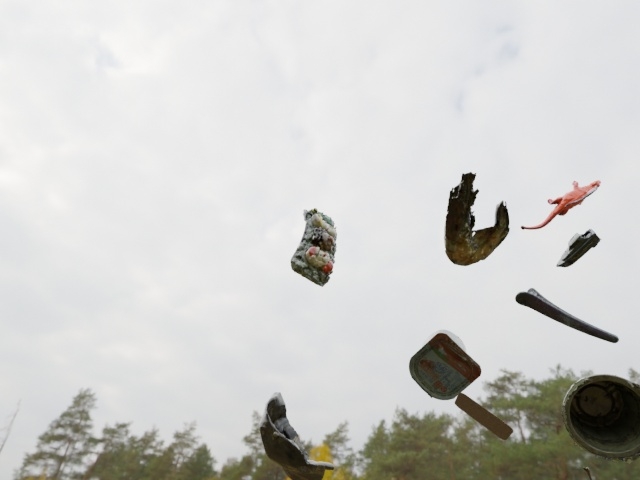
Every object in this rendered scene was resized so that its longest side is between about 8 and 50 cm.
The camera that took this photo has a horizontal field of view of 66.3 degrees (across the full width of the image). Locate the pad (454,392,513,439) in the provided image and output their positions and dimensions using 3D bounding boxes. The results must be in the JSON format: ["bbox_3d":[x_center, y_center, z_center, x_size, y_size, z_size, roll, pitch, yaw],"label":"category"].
[{"bbox_3d":[0.727,0.789,2.198,0.266,0.002,0.176,33,-29,26],"label":"pad"}]

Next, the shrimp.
[{"bbox_3d":[0.499,-0.067,1.553,0.234,0.071,0.364,-14,-54,-9],"label":"shrimp"}]

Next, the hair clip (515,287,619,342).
[{"bbox_3d":[0.689,0.217,1.379,0.083,0.275,0.048,-5,-62,-42],"label":"hair clip"}]

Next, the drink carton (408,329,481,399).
[{"bbox_3d":[0.401,0.392,1.624,0.185,0.189,0.191,41,-75,3],"label":"drink carton"}]

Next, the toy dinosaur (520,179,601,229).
[{"bbox_3d":[0.786,-0.113,1.554,0.286,0.139,0.070,-34,-85,-3],"label":"toy dinosaur"}]

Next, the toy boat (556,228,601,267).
[{"bbox_3d":[0.730,0.028,1.400,0.060,0.055,0.141,39,-67,2],"label":"toy boat"}]

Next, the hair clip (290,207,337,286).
[{"bbox_3d":[0.001,-0.002,1.440,0.138,0.321,0.091,32,-57,-17],"label":"hair clip"}]

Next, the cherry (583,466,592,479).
[{"bbox_3d":[0.588,0.659,1.174,0.148,0.187,0.115,-13,-2,24],"label":"cherry"}]

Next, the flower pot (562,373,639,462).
[{"bbox_3d":[0.988,0.598,1.723,0.291,0.289,0.259,-5,-8,17],"label":"flower pot"}]

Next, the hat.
[{"bbox_3d":[-0.137,0.816,1.882,0.258,0.366,0.381,-5,-53,-42],"label":"hat"}]
